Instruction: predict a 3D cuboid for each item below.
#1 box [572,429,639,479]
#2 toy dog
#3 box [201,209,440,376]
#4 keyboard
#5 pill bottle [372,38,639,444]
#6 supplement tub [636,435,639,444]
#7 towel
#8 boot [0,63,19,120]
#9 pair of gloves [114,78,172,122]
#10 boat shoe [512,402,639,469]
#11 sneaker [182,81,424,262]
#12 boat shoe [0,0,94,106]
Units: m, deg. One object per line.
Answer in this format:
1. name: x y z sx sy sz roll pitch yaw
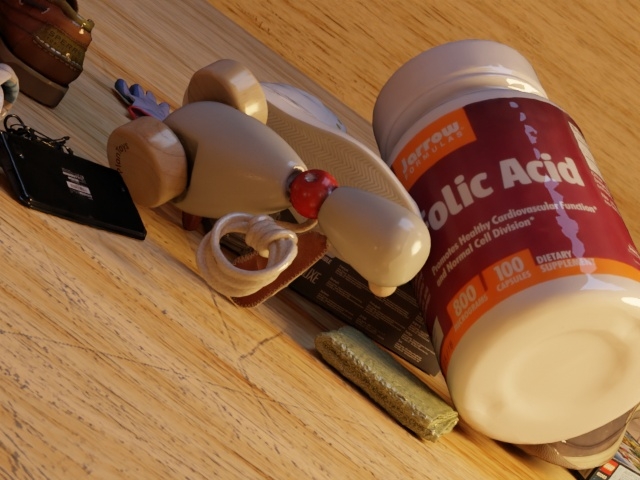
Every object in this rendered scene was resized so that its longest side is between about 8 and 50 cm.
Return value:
1. box: 0.311 0.229 2.123 0.159 0.044 0.233 30 11 -32
2. toy dog: -0.053 -0.023 1.728 0.333 0.220 0.161 53 -27 42
3. box: 0.000 0.000 2.025 0.307 0.076 0.242 33 11 -21
4. keyboard: -0.226 -0.048 1.619 0.192 0.038 0.100 22 40 -62
5. pill bottle: 0.189 -0.010 1.893 0.224 0.224 0.392 29 30 -39
6. supplement tub: 0.440 0.271 2.309 0.107 0.071 0.071 39 9 13
7. towel: 0.062 0.133 1.746 0.148 0.027 0.110 39 10 12
8. boot: -0.310 -0.137 1.505 0.123 0.095 0.258 29 8 -1
9. pair of gloves: -0.164 -0.129 2.253 0.198 0.023 0.159 33 11 -14
10. boat shoe: 0.297 0.137 2.018 0.132 0.130 0.355 23 23 22
11. sneaker: 0.014 -0.074 1.885 0.292 0.108 0.169 40 17 17
12. boat shoe: -0.310 -0.245 2.030 0.111 0.104 0.307 30 11 -36
